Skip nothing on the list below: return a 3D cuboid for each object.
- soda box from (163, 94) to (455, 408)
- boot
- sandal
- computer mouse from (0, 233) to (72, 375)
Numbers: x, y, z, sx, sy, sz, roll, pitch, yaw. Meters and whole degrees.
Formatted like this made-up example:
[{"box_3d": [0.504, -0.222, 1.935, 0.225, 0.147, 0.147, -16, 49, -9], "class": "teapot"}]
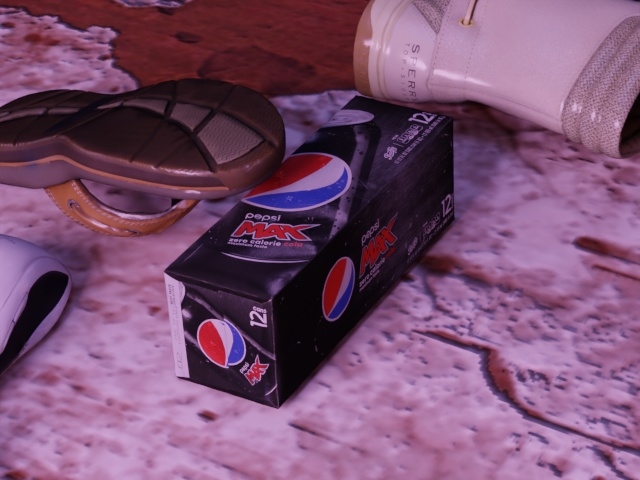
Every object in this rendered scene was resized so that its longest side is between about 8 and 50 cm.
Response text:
[{"box_3d": [0.000, 0.000, 0.796, 0.053, 0.060, 0.169, 14, 36, 26], "class": "soda box"}, {"box_3d": [0.136, -0.124, 0.967, 0.165, 0.077, 0.213, 18, 43, 27], "class": "boot"}, {"box_3d": [-0.096, -0.031, 0.836, 0.219, 0.060, 0.090, 0, 26, 42], "class": "sandal"}, {"box_3d": [-0.168, 0.043, 0.750, 0.106, 0.042, 0.193, 9, 35, 16], "class": "computer mouse"}]
